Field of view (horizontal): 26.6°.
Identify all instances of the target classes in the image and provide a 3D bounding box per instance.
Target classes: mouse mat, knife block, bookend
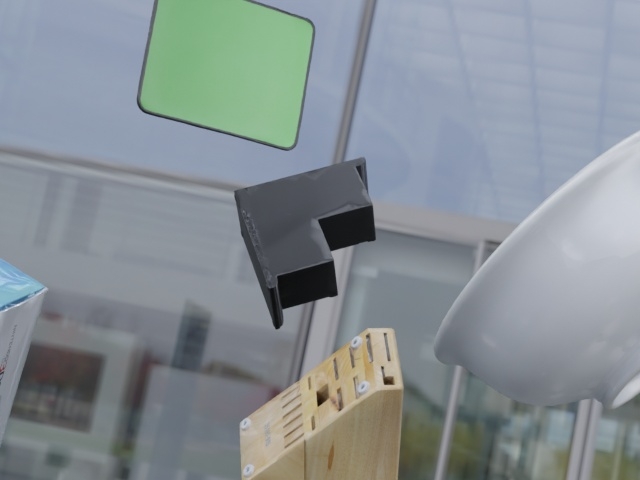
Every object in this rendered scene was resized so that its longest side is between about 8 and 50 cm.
[{"bbox_3d":[-0.097,-0.188,1.439,0.190,0.152,0.007,14,-10,-27],"label":"mouse mat"},{"bbox_3d":[0.045,0.241,1.416,0.276,0.088,0.242,-39,-56,24],"label":"knife block"},{"bbox_3d":[0.000,0.000,1.505,0.157,0.156,0.072,-16,-43,-8],"label":"bookend"}]

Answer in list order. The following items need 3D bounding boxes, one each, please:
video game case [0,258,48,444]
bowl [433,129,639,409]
[{"bbox_3d":[-0.312,0.072,0.824,0.270,0.244,0.061,30,28,17],"label":"video game case"},{"bbox_3d":[0.249,0.046,1.139,0.134,0.298,0.298,48,5,21],"label":"bowl"}]
